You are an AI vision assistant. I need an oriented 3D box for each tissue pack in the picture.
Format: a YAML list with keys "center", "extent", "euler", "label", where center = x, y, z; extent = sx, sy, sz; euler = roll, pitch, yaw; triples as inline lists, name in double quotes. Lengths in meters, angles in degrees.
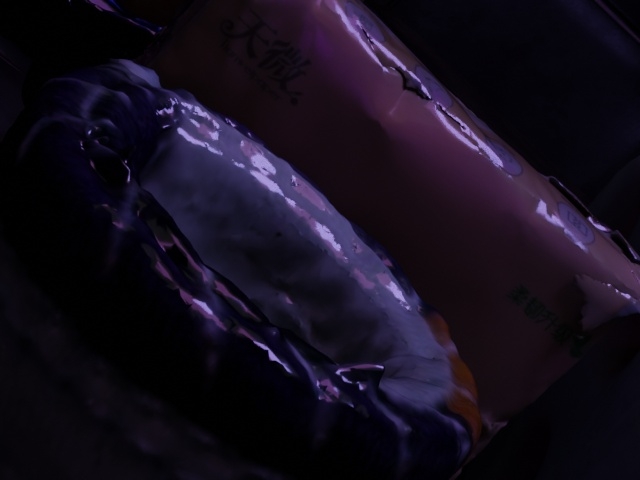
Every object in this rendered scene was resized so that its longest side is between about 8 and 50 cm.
- center: [0.000, 0.000, 0.822]
  extent: [0.256, 0.215, 0.123]
  euler: [41, 15, -10]
  label: "tissue pack"

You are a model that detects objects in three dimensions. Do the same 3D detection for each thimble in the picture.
- center: [-0.060, 0.044, 0.665]
  extent: [0.237, 0.150, 0.237]
  euler: [39, 15, -12]
  label: "thimble"

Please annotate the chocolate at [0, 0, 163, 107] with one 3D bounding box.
- center: [-0.052, -0.016, 0.934]
  extent: [0.343, 0.148, 0.126]
  euler: [38, 58, -29]
  label: "chocolate"

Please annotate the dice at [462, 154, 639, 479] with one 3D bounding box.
- center: [0.256, 0.114, 0.980]
  extent: [0.264, 0.268, 0.262]
  euler: [28, 29, -10]
  label: "dice"

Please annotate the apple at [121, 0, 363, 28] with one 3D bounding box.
- center: [-0.096, -0.264, 1.157]
  extent: [0.319, 0.319, 0.277]
  euler: [42, 10, -5]
  label: "apple"
